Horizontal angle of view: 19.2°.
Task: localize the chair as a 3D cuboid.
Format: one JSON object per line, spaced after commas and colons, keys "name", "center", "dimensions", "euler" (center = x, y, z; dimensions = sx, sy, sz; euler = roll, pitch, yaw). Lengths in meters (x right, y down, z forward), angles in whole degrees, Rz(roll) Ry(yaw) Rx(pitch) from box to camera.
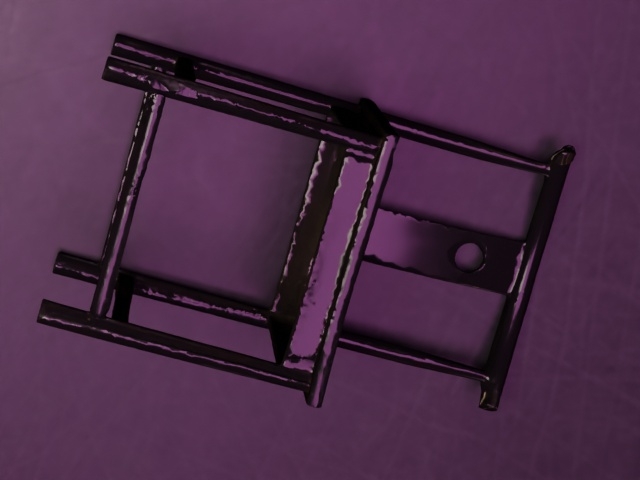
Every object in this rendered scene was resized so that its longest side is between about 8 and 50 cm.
{"name": "chair", "center": [0.000, 0.000, 0.979], "dimensions": [0.260, 0.141, 0.154], "euler": [15, 101, -7]}
